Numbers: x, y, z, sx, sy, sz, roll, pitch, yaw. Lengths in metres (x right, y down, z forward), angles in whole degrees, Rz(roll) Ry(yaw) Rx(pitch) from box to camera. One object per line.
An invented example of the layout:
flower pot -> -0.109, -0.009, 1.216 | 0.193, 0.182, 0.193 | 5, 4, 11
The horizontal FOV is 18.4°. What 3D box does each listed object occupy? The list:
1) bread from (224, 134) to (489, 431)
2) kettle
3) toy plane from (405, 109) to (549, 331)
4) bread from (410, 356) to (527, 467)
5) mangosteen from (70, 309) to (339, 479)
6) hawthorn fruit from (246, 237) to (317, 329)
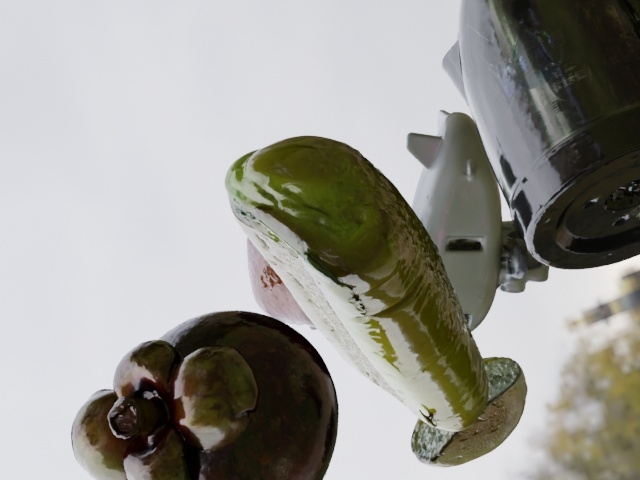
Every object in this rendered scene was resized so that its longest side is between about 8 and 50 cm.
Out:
bread -> 0.048, 0.035, 1.663 | 0.166, 0.112, 0.383 | 36, 169, 32
kettle -> 0.280, -0.188, 1.977 | 0.228, 0.321, 0.324 | 16, -137, -49
toy plane -> 0.151, -0.016, 2.281 | 0.267, 0.267, 0.122 | 63, 173, -17
bread -> 0.184, 0.200, 2.292 | 0.094, 0.157, 0.083 | 26, -163, -29
mangosteen -> -0.085, 0.133, 1.437 | 0.200, 0.200, 0.200 | 59, -164, -29
hawthorn fruit -> 0.000, 0.000, 2.094 | 0.157, 0.157, 0.194 | -73, -12, -68
